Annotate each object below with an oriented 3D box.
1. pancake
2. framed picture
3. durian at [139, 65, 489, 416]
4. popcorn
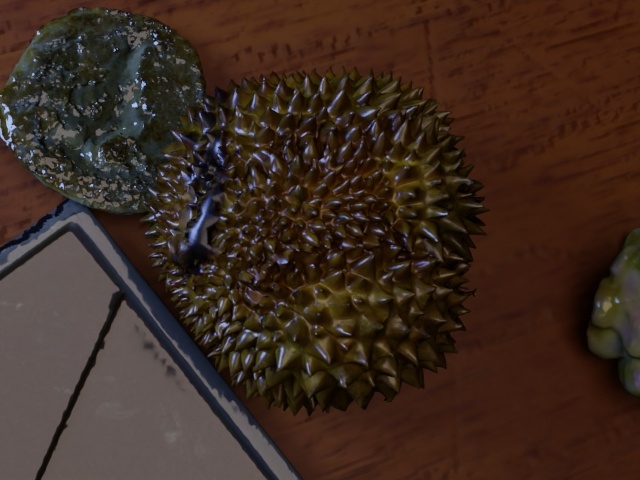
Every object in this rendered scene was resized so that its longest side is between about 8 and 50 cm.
[{"bbox_3d":[-0.099,-0.063,0.599,0.108,0.017,0.108,6,73,-18],"label":"pancake"},{"bbox_3d":[-0.158,0.147,0.555,0.289,0.016,0.213,-39,92,-17],"label":"framed picture"},{"bbox_3d":[0.000,0.000,0.559,0.168,0.137,0.158,-1,65,-38],"label":"durian"},{"bbox_3d":[0.195,0.033,0.628,0.089,0.109,0.097,-44,133,-46],"label":"popcorn"}]
